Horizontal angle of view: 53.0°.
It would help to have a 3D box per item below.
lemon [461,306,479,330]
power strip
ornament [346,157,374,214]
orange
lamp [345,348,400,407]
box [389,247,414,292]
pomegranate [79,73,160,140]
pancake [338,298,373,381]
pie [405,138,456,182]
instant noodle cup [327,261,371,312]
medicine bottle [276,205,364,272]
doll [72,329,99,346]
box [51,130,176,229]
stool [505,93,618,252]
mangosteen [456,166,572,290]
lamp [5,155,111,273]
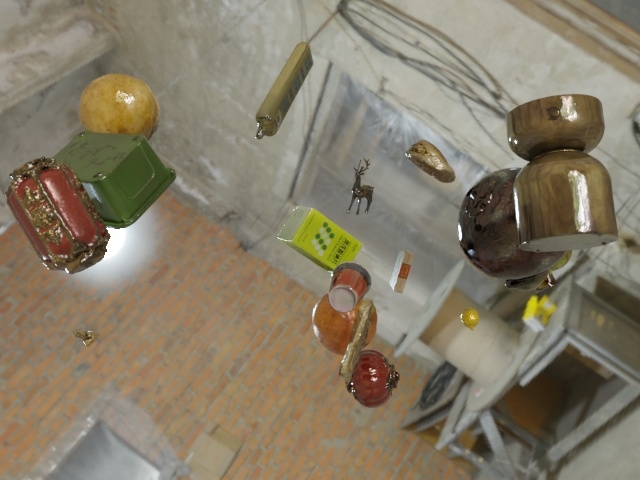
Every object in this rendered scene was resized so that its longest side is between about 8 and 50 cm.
[{"bbox_3d":[0.534,0.278,2.287,0.065,0.065,0.092,116,163,-54],"label":"lemon"},{"bbox_3d":[-0.114,-0.468,2.033,0.092,0.066,0.387,75,-144,-58],"label":"power strip"},{"bbox_3d":[0.092,-0.118,1.390,0.073,0.028,0.125,-12,-66,-45],"label":"ornament"},{"bbox_3d":[0.088,0.289,2.305,0.240,0.240,0.240,-54,-7,-9],"label":"orange"},{"bbox_3d":[0.203,0.532,2.483,0.227,0.227,0.227,-54,-7,-9],"label":"lamp"},{"bbox_3d":[0.263,0.095,2.094,0.235,0.034,0.132,-39,-34,-86],"label":"box"},{"bbox_3d":[-0.663,-0.426,2.129,0.260,0.260,0.260,-54,-7,-9],"label":"pomegranate"},{"bbox_3d":[0.093,0.321,1.952,0.244,0.057,0.266,-32,-44,-68],"label":"pancake"},{"bbox_3d":[0.327,-0.228,1.877,0.079,0.163,0.193,-47,11,5],"label":"pie"},{"bbox_3d":[0.076,0.142,1.862,0.127,0.127,0.135,-58,-1,24],"label":"instant noodle cup"},{"bbox_3d":[0.000,0.000,2.183,0.137,0.250,0.141,-60,26,-10],"label":"medicine bottle"},{"bbox_3d":[-0.755,0.301,2.057,0.093,0.061,0.051,73,-159,-48],"label":"doll"},{"bbox_3d":[-0.603,-0.177,1.777,0.252,0.329,0.177,-58,-40,-33],"label":"box"},{"bbox_3d":[0.455,-0.120,1.218,0.179,0.179,0.264,86,-178,-80],"label":"stool"},{"bbox_3d":[0.512,-0.035,1.664,0.330,0.330,0.330,-54,-7,-9],"label":"mangosteen"},{"bbox_3d":[-0.612,-0.056,1.499,0.177,0.274,0.177,-32,1,1],"label":"lamp"}]
